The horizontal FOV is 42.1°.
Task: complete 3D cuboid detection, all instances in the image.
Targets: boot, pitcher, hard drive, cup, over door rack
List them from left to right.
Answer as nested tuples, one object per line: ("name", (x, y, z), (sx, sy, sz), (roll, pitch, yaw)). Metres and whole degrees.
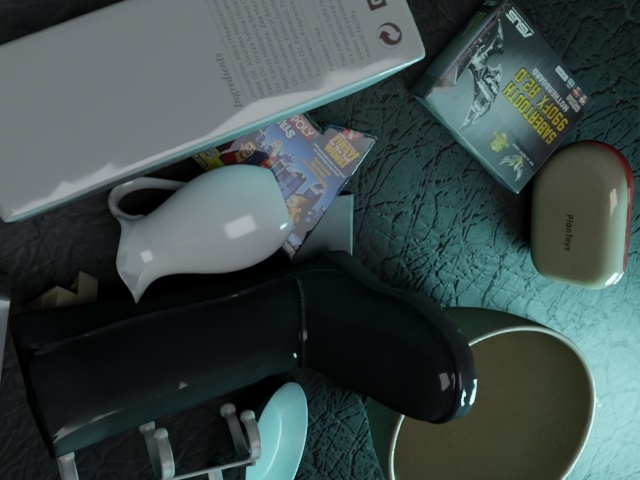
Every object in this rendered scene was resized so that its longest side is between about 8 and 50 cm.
("over door rack", (-0.225, 0.299, 1.101), (0.239, 0.108, 0.324), (-8, 156, -20))
("pitcher", (-0.153, -0.034, 1.022), (0.207, 0.178, 0.125), (-20, 147, -6))
("boot", (-0.101, 0.146, 0.961), (0.445, 0.367, 0.146), (-9, 109, -26))
("hard drive", (0.000, 0.000, 1.191), (0.094, 0.022, 0.135), (-8, 113, -20))
("cup", (0.200, 0.228, 1.240), (0.331, 0.237, 0.331), (-8, 113, -20))

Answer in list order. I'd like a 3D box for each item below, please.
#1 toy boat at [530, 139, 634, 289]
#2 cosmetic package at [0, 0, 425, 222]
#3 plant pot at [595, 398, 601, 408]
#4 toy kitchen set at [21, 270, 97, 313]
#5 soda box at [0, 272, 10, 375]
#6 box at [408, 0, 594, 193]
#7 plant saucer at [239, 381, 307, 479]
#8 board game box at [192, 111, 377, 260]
("toy boat", (0.422, -0.046, 1.305), (0.151, 0.151, 0.231), (-29, 124, -46))
("cosmetic package", (-0.144, -0.178, 0.910), (0.453, 0.230, 0.161), (-24, 97, -10))
("plant pot", (0.390, 0.242, 1.407), (0.096, 0.109, 0.109), (-34, 120, 6))
("toy kitchen set", (-0.329, 0.086, 1.079), (0.075, 0.068, 0.083), (-28, 140, 28))
("soda box", (-0.451, 0.183, 1.029), (0.098, 0.091, 0.286), (6, 107, -25))
("box", (0.266, -0.209, 1.205), (0.231, 0.056, 0.183), (40, 91, -29))
("plant saucer", (-0.076, 0.300, 1.221), (0.195, 0.037, 0.195), (10, 90, -66))
("board game box", (-0.033, -0.110, 1.097), (0.194, 0.060, 0.194), (-41, 105, 5))
